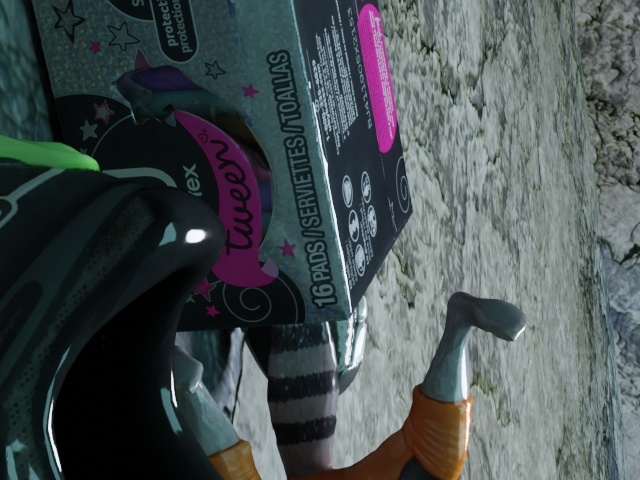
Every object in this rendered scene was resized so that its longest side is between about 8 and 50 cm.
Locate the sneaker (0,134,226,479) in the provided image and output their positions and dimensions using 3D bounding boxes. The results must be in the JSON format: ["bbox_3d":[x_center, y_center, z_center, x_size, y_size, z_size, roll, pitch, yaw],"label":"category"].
[{"bbox_3d":[-0.090,0.200,0.650,0.185,0.202,0.482,-21,105,-73],"label":"sneaker"}]

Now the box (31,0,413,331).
[{"bbox_3d":[-0.053,-0.093,0.977,0.163,0.142,0.247,-54,136,-64],"label":"box"}]

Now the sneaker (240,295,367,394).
[{"bbox_3d":[-0.039,-0.017,1.135,0.132,0.086,0.228,37,40,-62],"label":"sneaker"}]

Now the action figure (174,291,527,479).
[{"bbox_3d":[0.051,0.170,1.107,0.178,0.341,0.330,45,-36,48],"label":"action figure"}]
